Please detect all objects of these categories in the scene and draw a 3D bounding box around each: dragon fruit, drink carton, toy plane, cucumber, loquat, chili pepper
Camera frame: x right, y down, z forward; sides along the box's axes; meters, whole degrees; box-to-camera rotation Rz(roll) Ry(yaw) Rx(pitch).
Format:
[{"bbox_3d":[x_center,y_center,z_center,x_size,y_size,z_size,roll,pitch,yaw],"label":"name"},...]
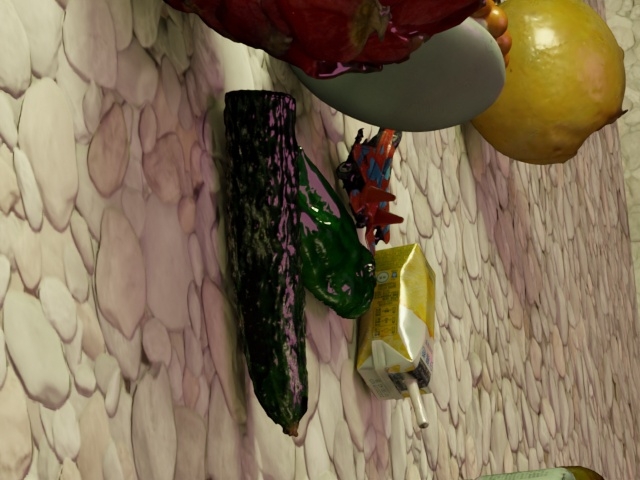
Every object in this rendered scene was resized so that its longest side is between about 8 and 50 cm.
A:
[{"bbox_3d":[0.007,-0.281,1.498,0.329,0.329,0.329,-8,90,-73],"label":"dragon fruit"},{"bbox_3d":[0.077,0.105,1.932,0.084,0.075,0.200,60,28,-49],"label":"drink carton"},{"bbox_3d":[0.054,-0.075,1.973,0.189,0.061,0.130,-86,159,-49],"label":"toy plane"},{"bbox_3d":[-0.044,0.018,1.593,0.067,0.068,0.293,31,54,-69],"label":"cucumber"},{"bbox_3d":[0.286,-0.221,2.561,0.244,0.244,0.243,-8,90,-73],"label":"loquat"},{"bbox_3d":[0.002,0.000,1.762,0.224,0.061,0.098,60,34,-55],"label":"chili pepper"}]

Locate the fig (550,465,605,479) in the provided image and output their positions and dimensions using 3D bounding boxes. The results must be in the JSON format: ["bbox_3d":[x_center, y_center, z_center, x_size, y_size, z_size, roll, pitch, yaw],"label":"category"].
[{"bbox_3d":[0.330,0.419,2.585,0.124,0.124,0.236,32,64,-69],"label":"fig"}]

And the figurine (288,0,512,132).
[{"bbox_3d":[0.039,-0.269,1.861,0.224,0.205,0.381,48,17,-56],"label":"figurine"}]

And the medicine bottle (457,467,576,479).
[{"bbox_3d":[0.192,0.314,2.047,0.135,0.169,0.135,-8,90,-75],"label":"medicine bottle"}]
